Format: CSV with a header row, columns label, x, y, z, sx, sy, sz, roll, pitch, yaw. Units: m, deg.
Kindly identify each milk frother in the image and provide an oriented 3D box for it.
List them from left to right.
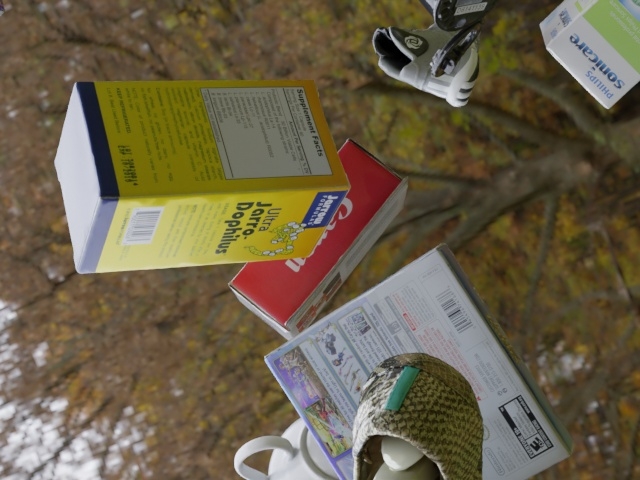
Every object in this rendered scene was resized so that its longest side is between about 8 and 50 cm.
label,x,y,z,sx,sy,sz,roll,pitch,yaw
milk frother,0.102,-0.247,1.143,0.129,0.143,0.134,-4,-131,-46

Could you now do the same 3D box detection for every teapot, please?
label,x,y,z,sx,sy,sz,roll,pitch,yaw
teapot,0.031,0.363,1.976,0.256,0.253,0.187,-41,-26,-35

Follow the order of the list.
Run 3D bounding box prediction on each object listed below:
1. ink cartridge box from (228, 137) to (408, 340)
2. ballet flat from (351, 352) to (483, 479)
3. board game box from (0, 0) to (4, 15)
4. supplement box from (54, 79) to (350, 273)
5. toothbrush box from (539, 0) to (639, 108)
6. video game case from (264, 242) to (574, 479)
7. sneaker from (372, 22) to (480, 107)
label,x,y,z,sx,sy,sz,roll,pitch,yaw
ink cartridge box,0.000,0.000,1.964,0.130,0.309,0.272,38,172,7
ballet flat,0.083,0.349,1.196,0.182,0.164,0.482,-45,-44,-56
board game box,-0.488,-0.318,1.451,0.144,0.142,0.275,38,-168,-34
supplement box,-0.171,-0.093,1.708,0.195,0.357,0.194,120,140,-52
toothbrush box,0.430,-0.326,1.568,0.122,0.283,0.206,42,-160,-7
video game case,0.110,0.180,1.366,0.269,0.244,0.061,58,-164,3
sneaker,0.135,-0.263,1.555,0.228,0.132,0.086,-82,8,-56
